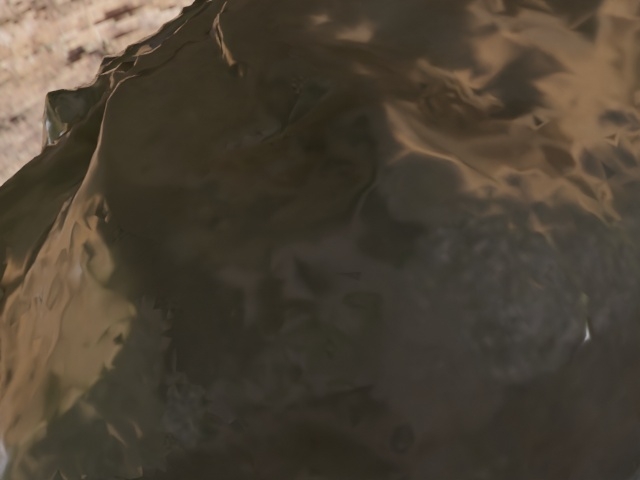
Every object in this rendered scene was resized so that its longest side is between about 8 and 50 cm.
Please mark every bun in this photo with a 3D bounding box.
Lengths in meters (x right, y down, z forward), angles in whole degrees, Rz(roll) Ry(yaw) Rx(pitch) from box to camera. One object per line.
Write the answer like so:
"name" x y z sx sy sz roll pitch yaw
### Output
"bun" 0.002 0.001 0.568 0.354 0.354 0.194 -31 -77 -6
